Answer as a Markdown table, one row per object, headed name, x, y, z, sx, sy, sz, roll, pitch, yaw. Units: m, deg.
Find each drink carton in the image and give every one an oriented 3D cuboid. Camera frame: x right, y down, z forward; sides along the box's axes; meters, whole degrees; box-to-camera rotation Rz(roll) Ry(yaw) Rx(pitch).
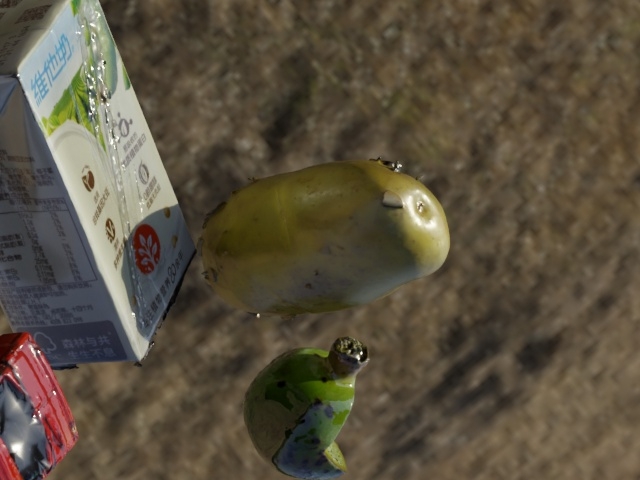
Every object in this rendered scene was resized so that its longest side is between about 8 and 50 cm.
| name | x | y | z | sx | sy | sz | roll | pitch | yaw |
| --- | --- | --- | --- | --- | --- | --- | --- | --- | --- |
| drink carton | -0.246 | -0.058 | 1.541 | 0.194 | 0.132 | 0.324 | -70 | 149 | -52 |

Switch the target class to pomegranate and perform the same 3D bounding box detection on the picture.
| name | x | y | z | sx | sy | sz | roll | pitch | yaw |
| --- | --- | --- | --- | --- | --- | --- | --- | --- | --- |
| pomegranate | -0.020 | 0.174 | 1.752 | 0.122 | 0.143 | 0.169 | 7 | 126 | -8 |

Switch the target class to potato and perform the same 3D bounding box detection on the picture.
| name | x | y | z | sx | sy | sz | roll | pitch | yaw |
| --- | --- | --- | --- | --- | --- | --- | --- | --- | --- |
| potato | 0.000 | 0.000 | 1.658 | 0.173 | 0.140 | 0.300 | 26 | 150 | -39 |

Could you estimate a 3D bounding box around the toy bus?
| name | x | y | z | sx | sy | sz | roll | pitch | yaw |
| --- | --- | --- | --- | --- | --- | --- | --- | --- | --- |
| toy bus | -0.240 | 0.112 | 0.922 | 0.195 | 0.081 | 0.089 | -11 | -156 | 24 |
